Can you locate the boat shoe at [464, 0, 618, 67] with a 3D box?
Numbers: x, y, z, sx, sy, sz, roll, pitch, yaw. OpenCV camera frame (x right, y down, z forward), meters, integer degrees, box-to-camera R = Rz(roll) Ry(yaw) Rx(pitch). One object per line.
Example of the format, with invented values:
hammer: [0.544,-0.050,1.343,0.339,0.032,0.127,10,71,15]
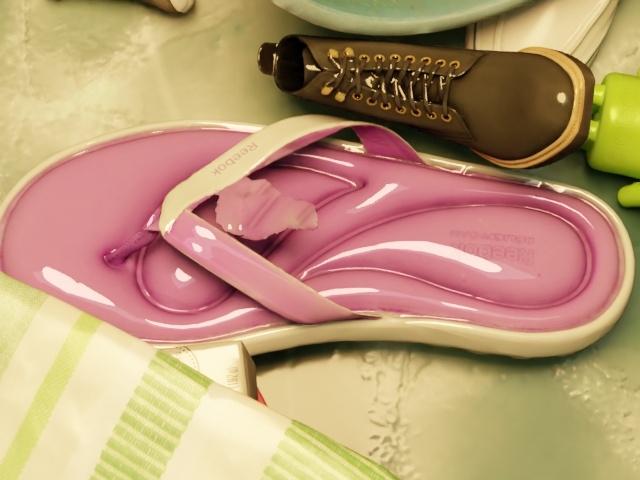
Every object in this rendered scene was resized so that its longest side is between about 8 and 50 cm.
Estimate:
boat shoe: [0.181,-0.208,1.160,0.096,0.088,0.267,32,80,5]

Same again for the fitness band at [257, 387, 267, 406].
fitness band: [-0.147,0.185,1.097,0.209,0.054,0.291,31,79,8]

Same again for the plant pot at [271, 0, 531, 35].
plant pot: [0.040,-0.361,1.054,0.341,0.341,0.334,-22,55,-5]

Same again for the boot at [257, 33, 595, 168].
boot: [0.061,-0.091,1.062,0.137,0.198,0.077,8,90,-30]

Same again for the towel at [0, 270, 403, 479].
towel: [-0.103,0.189,0.930,0.325,0.038,0.248,26,82,6]

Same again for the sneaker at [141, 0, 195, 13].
sneaker: [-0.159,-0.189,1.178,0.158,0.061,0.065,33,107,6]

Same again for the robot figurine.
robot figurine: [0.219,-0.073,1.144,0.115,0.067,0.101,11,80,1]

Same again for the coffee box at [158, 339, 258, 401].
coffee box: [-0.181,0.162,1.015,0.297,0.119,0.168,-6,78,0]

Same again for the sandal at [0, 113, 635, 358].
sandal: [-0.001,-0.014,1.094,0.416,0.102,0.169,1,64,-7]
